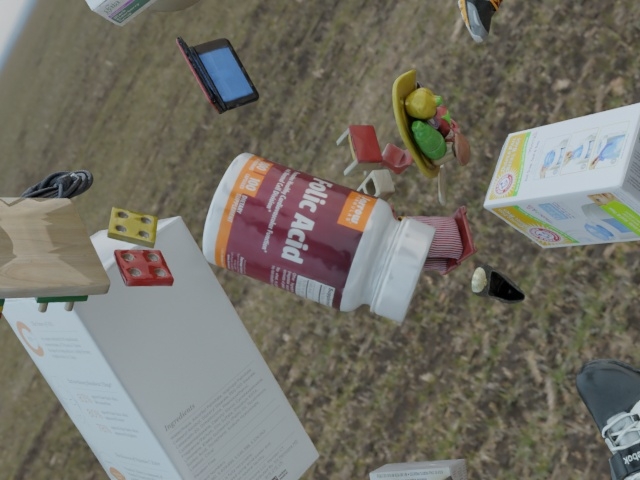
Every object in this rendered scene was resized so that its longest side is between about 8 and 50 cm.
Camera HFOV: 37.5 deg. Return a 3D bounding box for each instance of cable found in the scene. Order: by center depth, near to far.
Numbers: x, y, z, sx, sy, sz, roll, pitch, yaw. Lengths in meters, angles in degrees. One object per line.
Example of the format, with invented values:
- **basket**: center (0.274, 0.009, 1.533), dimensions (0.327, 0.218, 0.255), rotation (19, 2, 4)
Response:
- **cable**: center (-0.386, -0.045, 1.225), dimensions (0.185, 0.047, 0.150), rotation (-26, 19, 14)

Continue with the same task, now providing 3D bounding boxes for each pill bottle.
- **pill bottle**: center (0.000, 0.000, 1.754), dimensions (0.224, 0.392, 0.224), rotation (19, -90, -83)

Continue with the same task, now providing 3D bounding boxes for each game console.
- **game console**: center (-0.189, -0.318, 1.747), dimensions (0.085, 0.144, 0.124), rotation (-30, -9, 2)

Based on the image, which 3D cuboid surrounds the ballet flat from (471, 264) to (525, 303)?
- **ballet flat**: center (0.312, 0.078, 1.664), dimensions (0.049, 0.173, 0.057), rotation (16, 90, 35)

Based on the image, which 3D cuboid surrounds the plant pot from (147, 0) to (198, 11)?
- **plant pot**: center (-0.283, -0.618, 1.865), dimensions (0.274, 0.257, 0.256), rotation (-11, 55, 65)

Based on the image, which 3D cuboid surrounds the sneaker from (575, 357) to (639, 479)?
- **sneaker**: center (0.476, 0.315, 1.338), dimensions (0.146, 0.330, 0.122), rotation (-29, -17, -45)

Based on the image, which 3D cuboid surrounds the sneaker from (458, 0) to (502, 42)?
- **sneaker**: center (0.285, -0.436, 1.583), dimensions (0.083, 0.084, 0.214), rotation (4, 78, 25)

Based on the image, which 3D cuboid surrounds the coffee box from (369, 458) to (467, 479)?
- **coffee box**: center (0.208, 0.586, 1.833), dimensions (0.168, 0.119, 0.297), rotation (-10, 83, 22)

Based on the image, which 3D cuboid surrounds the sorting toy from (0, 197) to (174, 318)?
- **sorting toy**: center (-0.268, 0.017, 0.858), dimensions (0.132, 0.275, 0.046), rotation (54, 133, 41)

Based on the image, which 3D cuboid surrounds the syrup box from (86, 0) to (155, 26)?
- **syrup box**: center (-0.332, -0.441, 1.381), dimensions (0.093, 0.236, 0.096), rotation (-34, -8, 11)

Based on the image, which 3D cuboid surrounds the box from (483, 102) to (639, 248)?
- **box**: center (0.301, -0.066, 1.059), dimensions (0.203, 0.114, 0.103), rotation (-7, 57, 56)

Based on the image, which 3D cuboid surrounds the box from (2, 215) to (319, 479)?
- **box**: center (-0.193, 0.166, 1.122), dimensions (0.168, 0.345, 0.215), rotation (-39, 20, -34)

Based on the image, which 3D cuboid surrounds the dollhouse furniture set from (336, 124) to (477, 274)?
- **dollhouse furniture set**: center (0.193, -0.108, 2.164), dimensions (0.152, 0.201, 0.373), rotation (131, 132, -55)

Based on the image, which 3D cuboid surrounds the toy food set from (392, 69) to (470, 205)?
- **toy food set**: center (0.180, -0.165, 1.418), dimensions (0.071, 0.218, 0.128), rotation (-11, 52, 25)
